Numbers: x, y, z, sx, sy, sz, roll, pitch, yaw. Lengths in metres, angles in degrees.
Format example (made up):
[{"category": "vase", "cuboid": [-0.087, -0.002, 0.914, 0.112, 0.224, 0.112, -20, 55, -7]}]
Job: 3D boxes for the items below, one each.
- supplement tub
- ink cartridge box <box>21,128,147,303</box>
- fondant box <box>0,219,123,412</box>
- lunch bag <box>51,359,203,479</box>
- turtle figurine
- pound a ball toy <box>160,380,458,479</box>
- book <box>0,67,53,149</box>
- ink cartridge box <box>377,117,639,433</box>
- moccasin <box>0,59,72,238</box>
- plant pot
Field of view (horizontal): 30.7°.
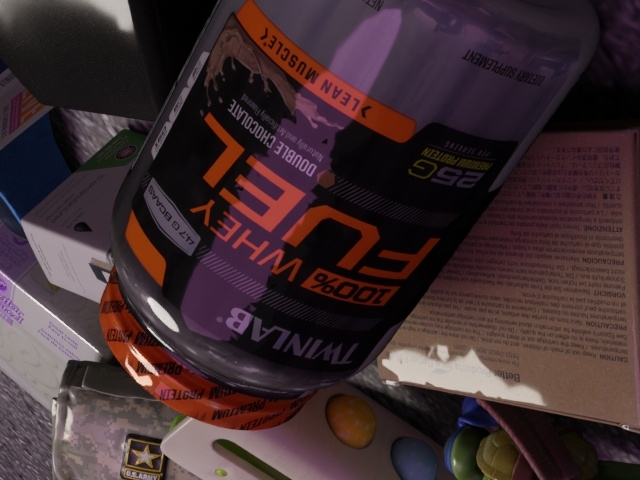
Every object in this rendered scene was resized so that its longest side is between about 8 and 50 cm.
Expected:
[{"category": "supplement tub", "cuboid": [0.000, -0.051, 0.733, 0.207, 0.207, 0.338, 36, 119, 8]}, {"category": "ink cartridge box", "cuboid": [-0.147, -0.008, 1.119, 0.219, 0.160, 0.092, 17, 141, 33]}, {"category": "fondant box", "cuboid": [-0.371, 0.113, 1.585, 0.238, 0.096, 0.330, 39, 148, 3]}, {"category": "lunch bag", "cuboid": [-0.201, 0.252, 1.432, 0.235, 0.169, 0.287, 11, 148, -1]}, {"category": "turtle figurine", "cuboid": [0.231, 0.267, 1.020, 0.266, 0.274, 0.198, -1, 164, 44]}, {"category": "pound a ball toy", "cuboid": [-0.010, 0.156, 1.139, 0.319, 0.208, 0.136, 36, 127, -16]}, {"category": "book", "cuboid": [-0.289, -0.142, 1.119, 0.035, 0.144, 0.096, 39, 150, 3]}, {"category": "ink cartridge box", "cuboid": [0.144, 0.014, 0.813, 0.235, 0.088, 0.193, 5, 103, 46]}, {"category": "moccasin", "cuboid": [-0.362, -0.117, 1.246, 0.117, 0.138, 0.342, 30, 147, 27]}, {"category": "plant pot", "cuboid": [-0.137, -0.189, 0.809, 0.187, 0.188, 0.167, 11, 132, 28]}]
